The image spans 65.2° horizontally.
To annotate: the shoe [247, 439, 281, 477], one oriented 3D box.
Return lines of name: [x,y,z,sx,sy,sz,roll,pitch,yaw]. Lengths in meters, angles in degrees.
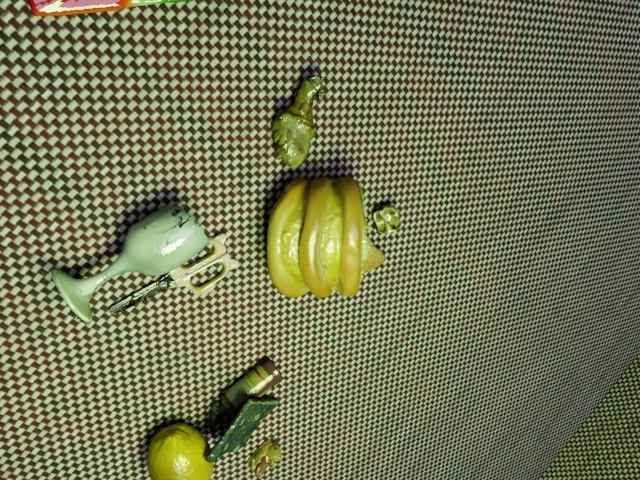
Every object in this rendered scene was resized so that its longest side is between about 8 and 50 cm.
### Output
shoe: [-0.164,0.657,1.503,0.109,0.069,0.072,-27,127,-12]

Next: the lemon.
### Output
lemon: [-0.362,0.570,1.295,0.170,0.170,0.208,-21,112,-21]

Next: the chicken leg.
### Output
chicken leg: [-0.054,-0.285,1.169,0.103,0.088,0.228,12,107,-19]

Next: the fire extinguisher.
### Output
fire extinguisher: [-0.212,0.442,1.379,0.252,0.075,0.106,-38,113,-12]

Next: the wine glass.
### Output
wine glass: [-0.398,0.040,1.076,0.321,0.143,0.143,-32,122,-15]

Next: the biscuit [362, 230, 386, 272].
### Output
biscuit: [0.080,0.021,1.400,0.144,0.033,0.224,-48,120,0]

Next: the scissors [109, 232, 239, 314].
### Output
scissors: [-0.350,0.094,1.193,0.317,0.024,0.160,-30,122,-16]

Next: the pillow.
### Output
pillow: [-0.209,0.506,1.357,0.189,0.034,0.255,-50,163,-5]

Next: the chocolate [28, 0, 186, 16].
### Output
chocolate: [-0.356,-0.581,0.832,0.341,0.161,0.360,-18,117,-22]

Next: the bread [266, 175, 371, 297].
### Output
bread: [0.000,0.000,1.227,0.270,0.211,0.316,0,106,-13]

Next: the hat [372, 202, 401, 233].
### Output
hat: [0.187,-0.063,1.413,0.076,0.059,0.077,-13,110,13]
